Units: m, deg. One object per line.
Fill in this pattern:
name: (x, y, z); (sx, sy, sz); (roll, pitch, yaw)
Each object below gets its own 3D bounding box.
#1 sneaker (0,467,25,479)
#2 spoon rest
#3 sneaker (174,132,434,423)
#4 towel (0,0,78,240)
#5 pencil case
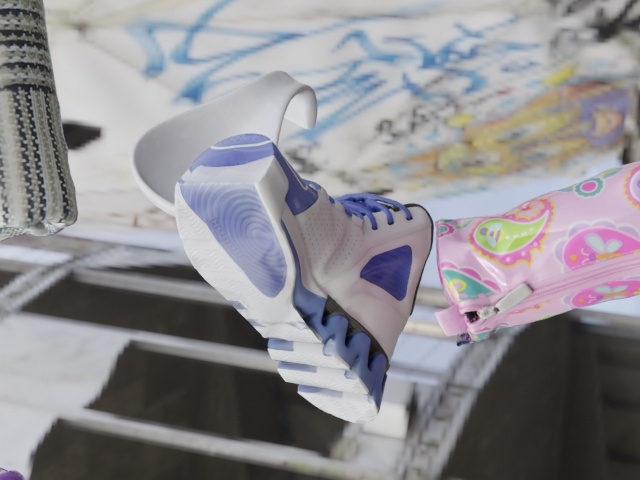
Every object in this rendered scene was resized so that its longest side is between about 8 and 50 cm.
sneaker: (-0.335, 0.207, 1.296); (0.095, 0.236, 0.104); (-12, -90, -38)
spoon rest: (-0.086, -0.104, 1.508); (0.276, 0.137, 0.084); (-44, -21, -49)
sneaker: (0.001, 0.001, 1.337); (0.182, 0.127, 0.315); (-58, -44, -31)
towel: (-0.273, -0.115, 0.591); (0.056, 0.324, 0.312); (36, -139, -74)
pencil case: (0.235, 0.005, 1.265); (0.124, 0.284, 0.124); (-16, -90, -77)
